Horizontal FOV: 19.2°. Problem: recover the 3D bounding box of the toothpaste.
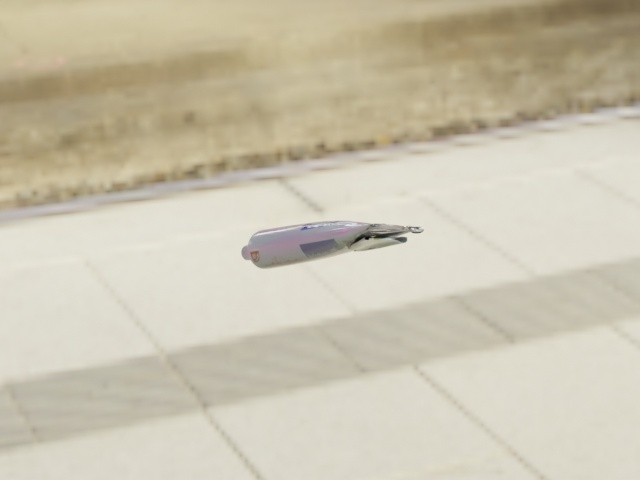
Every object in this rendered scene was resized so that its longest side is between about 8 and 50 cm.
[{"bbox_3d":[0.000,0.000,1.311,0.045,0.028,0.170,9,-12,-38],"label":"toothpaste"}]
